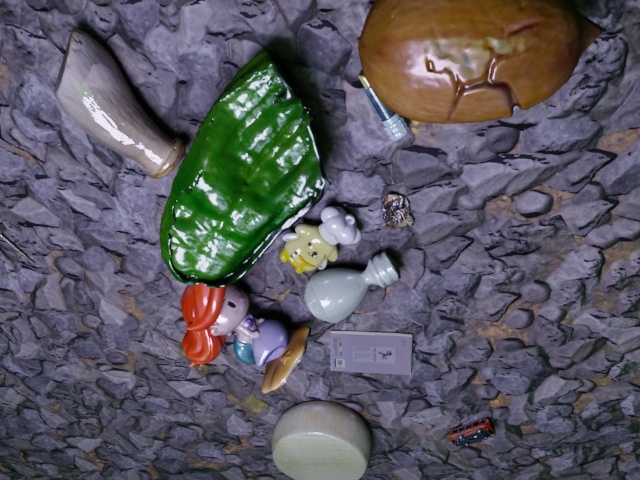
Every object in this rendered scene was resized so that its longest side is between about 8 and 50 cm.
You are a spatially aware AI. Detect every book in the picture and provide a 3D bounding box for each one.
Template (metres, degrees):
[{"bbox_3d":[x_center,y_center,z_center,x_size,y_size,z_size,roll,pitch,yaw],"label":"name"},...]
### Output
[{"bbox_3d":[0.110,0.247,1.149,0.181,0.014,0.127,1,126,7],"label":"book"}]

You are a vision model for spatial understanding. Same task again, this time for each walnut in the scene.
[{"bbox_3d":[0.195,-0.247,0.664,0.297,0.203,0.203,0,126,17],"label":"walnut"}]

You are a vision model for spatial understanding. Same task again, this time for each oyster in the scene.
[{"bbox_3d":[0.133,-0.050,0.924,0.054,0.019,0.083,-12,124,16],"label":"oyster"}]

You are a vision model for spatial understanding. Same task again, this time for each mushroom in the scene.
[{"bbox_3d":[-0.327,-0.202,0.830,0.247,0.108,0.096,50,158,-23],"label":"mushroom"}]

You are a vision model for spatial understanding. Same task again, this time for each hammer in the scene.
[{"bbox_3d":[-0.630,0.013,1.074,0.035,0.019,0.110,-22,123,22],"label":"hammer"}]

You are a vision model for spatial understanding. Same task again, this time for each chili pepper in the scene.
[{"bbox_3d":[-0.120,-0.099,0.842,0.213,0.167,0.385,21,115,-27],"label":"chili pepper"}]

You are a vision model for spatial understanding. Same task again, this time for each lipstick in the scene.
[{"bbox_3d":[0.095,-0.210,0.805,0.037,0.037,0.116,-25,115,23],"label":"lipstick"}]

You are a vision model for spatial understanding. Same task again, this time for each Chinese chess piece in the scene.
[{"bbox_3d":[0.002,0.505,1.298,0.250,0.101,0.250,4,127,5],"label":"Chinese chess piece"}]

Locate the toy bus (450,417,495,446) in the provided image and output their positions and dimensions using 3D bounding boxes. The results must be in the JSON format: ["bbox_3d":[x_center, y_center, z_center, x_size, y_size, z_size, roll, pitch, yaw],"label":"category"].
[{"bbox_3d":[0.363,0.459,1.253,0.110,0.043,0.031,-32,113,29],"label":"toy bus"}]

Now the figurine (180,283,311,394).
[{"bbox_3d":[-0.174,0.178,1.044,0.257,0.181,0.208,38,151,-11],"label":"figurine"}]

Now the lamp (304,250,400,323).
[{"bbox_3d":[0.058,0.086,0.992,0.193,0.106,0.106,-27,119,13],"label":"lamp"}]

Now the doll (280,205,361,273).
[{"bbox_3d":[0.000,0.000,0.953,0.106,0.062,0.162,39,121,-25],"label":"doll"}]
